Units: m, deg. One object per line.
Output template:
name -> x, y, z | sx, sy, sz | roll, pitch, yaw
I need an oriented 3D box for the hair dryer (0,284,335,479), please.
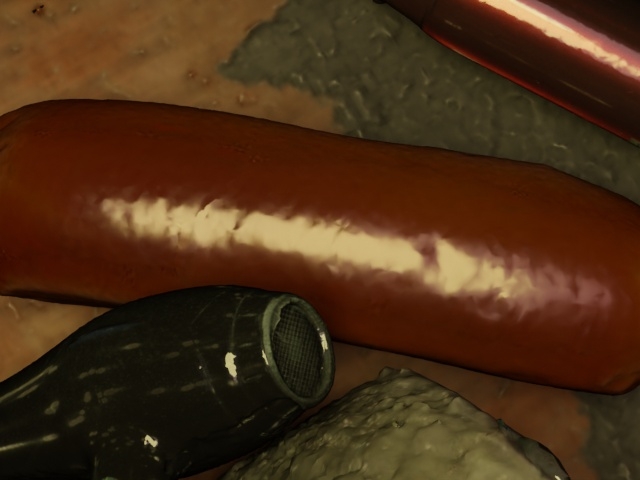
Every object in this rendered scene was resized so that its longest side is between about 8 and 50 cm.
hair dryer -> -0.095, 0.119, 0.686 | 0.195, 0.219, 0.075 | -20, 130, 32

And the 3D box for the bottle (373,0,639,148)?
bottle -> 0.096, -0.088, 0.784 | 0.164, 0.060, 0.060 | 27, 87, 2

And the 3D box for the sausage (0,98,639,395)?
sausage -> 0.000, 0.000, 0.766 | 0.300, 0.083, 0.089 | 9, 94, 2

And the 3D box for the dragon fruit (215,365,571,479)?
dragon fruit -> 0.045, 0.204, 0.689 | 0.204, 0.221, 0.283 | -39, 89, -8
